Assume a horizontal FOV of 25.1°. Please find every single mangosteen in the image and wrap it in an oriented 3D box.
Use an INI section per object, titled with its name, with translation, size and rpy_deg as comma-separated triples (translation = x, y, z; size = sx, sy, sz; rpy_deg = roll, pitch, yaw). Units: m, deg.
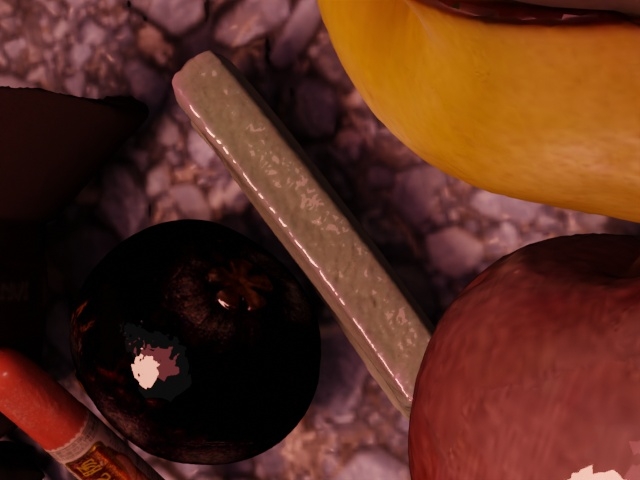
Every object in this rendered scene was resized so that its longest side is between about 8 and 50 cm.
[mangosteen]
translation = -0.072, 0.066, 0.779
size = 0.137, 0.137, 0.151
rpy_deg = 47, 138, 12

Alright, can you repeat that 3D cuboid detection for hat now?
[hat]
translation = -0.211, 0.064, 0.787
size = 0.336, 0.238, 0.209
rpy_deg = -28, 83, 16

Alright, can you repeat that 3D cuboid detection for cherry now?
[cherry]
translation = 0.167, 0.113, 0.621
size = 0.261, 0.221, 0.307
rpy_deg = -6, 110, 35

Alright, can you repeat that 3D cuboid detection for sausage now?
[sausage]
translation = -0.106, 0.132, 0.779
size = 0.034, 0.034, 0.253
rpy_deg = -21, 128, 26

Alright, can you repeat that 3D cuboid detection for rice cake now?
[rice cake]
translation = -0.001, -0.001, 0.759
size = 0.042, 0.080, 0.222
rpy_deg = -37, 81, -2

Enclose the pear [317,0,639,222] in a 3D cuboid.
[pear]
translation = 0.191, -0.120, 0.533
size = 0.386, 0.191, 0.340
rpy_deg = -22, 45, -4
